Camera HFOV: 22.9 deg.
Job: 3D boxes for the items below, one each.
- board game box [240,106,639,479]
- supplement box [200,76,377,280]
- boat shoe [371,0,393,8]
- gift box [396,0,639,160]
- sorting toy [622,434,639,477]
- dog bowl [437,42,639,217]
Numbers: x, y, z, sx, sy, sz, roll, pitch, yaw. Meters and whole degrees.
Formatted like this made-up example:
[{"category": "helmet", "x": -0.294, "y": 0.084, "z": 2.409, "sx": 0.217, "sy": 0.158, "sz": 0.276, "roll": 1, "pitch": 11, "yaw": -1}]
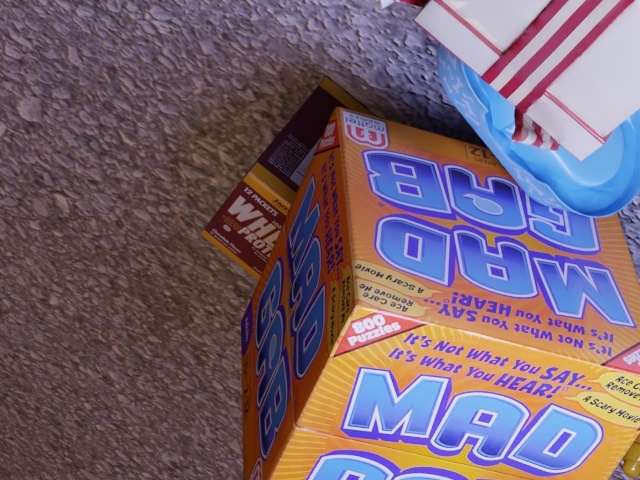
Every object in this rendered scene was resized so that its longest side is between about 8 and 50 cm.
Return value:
[{"category": "board game box", "x": 0.131, "y": 0.126, "z": 1.819, "sx": 0.356, "sy": 0.356, "sz": 0.356, "roll": 14, "pitch": 126, "yaw": -15}, {"category": "supplement box", "x": -0.027, "y": -0.070, "z": 2.062, "sx": 0.129, "sy": 0.194, "sz": 0.191, "roll": 39, "pitch": 146, "yaw": -3}, {"category": "boat shoe", "x": 0.042, "y": -0.411, "z": 1.697, "sx": 0.319, "sy": 0.099, "sz": 0.116, "roll": 66, "pitch": 174, "yaw": -21}, {"category": "gift box", "x": 0.248, "y": -0.249, "z": 1.536, "sx": 0.255, "sy": 0.276, "sz": 0.258, "roll": 43, "pitch": 148, "yaw": -1}, {"category": "sorting toy", "x": 0.439, "y": 0.208, "z": 1.994, "sx": 0.127, "sy": 0.126, "sz": 0.365, "roll": 31, "pitch": 158, "yaw": 15}, {"category": "dog bowl", "x": 0.244, "y": -0.153, "z": 1.758, "sx": 0.297, "sy": 0.166, "sz": 0.074, "roll": 48, "pitch": 156, "yaw": -18}]
